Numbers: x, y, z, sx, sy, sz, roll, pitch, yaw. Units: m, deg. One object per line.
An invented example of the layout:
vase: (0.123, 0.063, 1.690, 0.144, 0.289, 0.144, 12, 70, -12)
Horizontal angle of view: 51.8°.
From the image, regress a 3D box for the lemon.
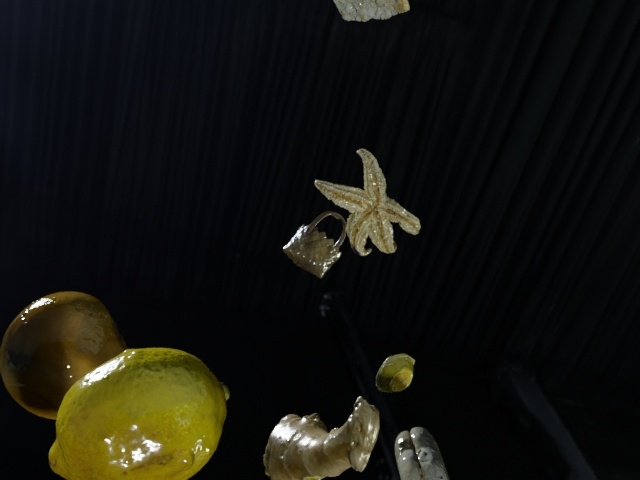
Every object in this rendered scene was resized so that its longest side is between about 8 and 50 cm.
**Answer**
lemon: (-0.282, 0.287, 1.036, 0.288, 0.233, 0.233, -24, -142, -14)

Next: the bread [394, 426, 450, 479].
bread: (0.213, 0.490, 1.350, 0.102, 0.337, 0.183, -21, -129, 1)

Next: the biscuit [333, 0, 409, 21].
biscuit: (0.082, -0.577, 1.509, 0.266, 0.188, 0.040, 28, -113, 4)

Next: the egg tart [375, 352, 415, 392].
egg tart: (0.170, 0.299, 1.455, 0.105, 0.105, 0.039, 5, -158, -28)

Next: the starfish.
starfish: (0.094, -0.067, 1.310, 0.216, 0.238, 0.071, 2, -151, 4)

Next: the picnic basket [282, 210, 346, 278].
picnic basket: (0.000, 0.000, 1.807, 0.138, 0.178, 0.128, 26, 163, 43)

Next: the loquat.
loquat: (-0.517, 0.235, 1.358, 0.263, 0.262, 0.263, 15, -157, -7)

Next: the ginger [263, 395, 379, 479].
ginger: (0.003, 0.300, 0.984, 0.086, 0.294, 0.131, 26, -130, -20)
